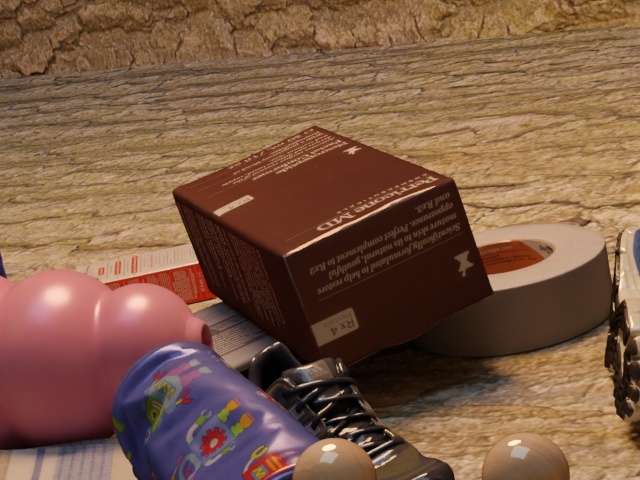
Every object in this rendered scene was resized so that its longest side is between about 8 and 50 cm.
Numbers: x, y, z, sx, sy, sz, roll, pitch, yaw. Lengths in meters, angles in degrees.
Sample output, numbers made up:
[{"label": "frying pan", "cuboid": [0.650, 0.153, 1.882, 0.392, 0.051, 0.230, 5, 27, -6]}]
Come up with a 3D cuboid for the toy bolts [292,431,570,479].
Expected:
[{"label": "toy bolts", "cuboid": [0.078, 0.222, 1.278, 0.228, 0.158, 0.218, -10, 16, 8]}]

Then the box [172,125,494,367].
[{"label": "box", "cuboid": [0.000, 0.000, 1.940, 0.191, 0.143, 0.381, -25, 20, -15]}]

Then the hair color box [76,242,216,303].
[{"label": "hair color box", "cuboid": [-0.213, 0.051, 2.299, 0.167, 0.053, 0.093, -11, 17, -2]}]

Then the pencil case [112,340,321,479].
[{"label": "pencil case", "cuboid": [-0.071, 0.186, 1.519, 0.133, 0.119, 0.306, -46, 30, -6]}]

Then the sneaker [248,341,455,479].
[{"label": "sneaker", "cuboid": [0.009, 0.167, 1.592, 0.111, 0.121, 0.300, -20, 18, -28]}]

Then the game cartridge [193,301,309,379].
[{"label": "game cartridge", "cuboid": [-0.083, 0.113, 1.987, 0.297, 0.062, 0.198, -23, 15, -34]}]

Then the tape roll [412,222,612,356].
[{"label": "tape roll", "cuboid": [0.195, 0.049, 1.972, 0.219, 0.072, 0.219, -10, 16, 3]}]

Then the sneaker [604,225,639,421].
[{"label": "sneaker", "cuboid": [0.337, 0.080, 1.717, 0.147, 0.129, 0.330, 4, 20, 4]}]

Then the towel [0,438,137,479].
[{"label": "towel", "cuboid": [-0.245, 0.228, 1.661, 0.285, 0.034, 0.209, -4, 15, -3]}]

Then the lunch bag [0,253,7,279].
[{"label": "lunch bag", "cuboid": [-0.518, 0.126, 2.179, 0.221, 0.138, 0.293, -1, 31, 31]}]

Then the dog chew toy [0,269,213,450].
[{"label": "dog chew toy", "cuboid": [-0.266, 0.117, 1.810, 0.332, 0.206, 0.206, -8, 16, 13]}]
